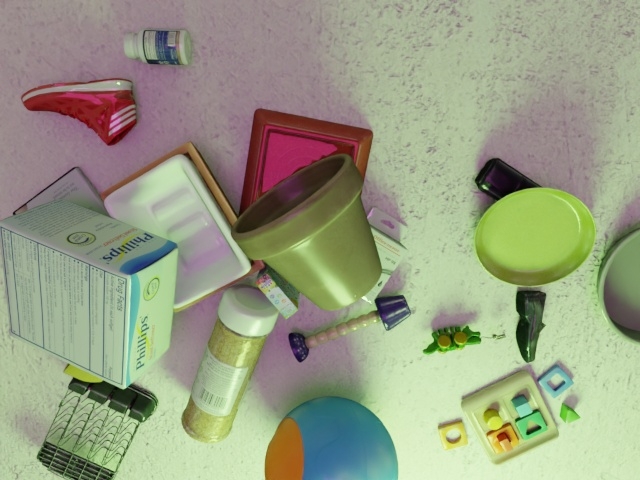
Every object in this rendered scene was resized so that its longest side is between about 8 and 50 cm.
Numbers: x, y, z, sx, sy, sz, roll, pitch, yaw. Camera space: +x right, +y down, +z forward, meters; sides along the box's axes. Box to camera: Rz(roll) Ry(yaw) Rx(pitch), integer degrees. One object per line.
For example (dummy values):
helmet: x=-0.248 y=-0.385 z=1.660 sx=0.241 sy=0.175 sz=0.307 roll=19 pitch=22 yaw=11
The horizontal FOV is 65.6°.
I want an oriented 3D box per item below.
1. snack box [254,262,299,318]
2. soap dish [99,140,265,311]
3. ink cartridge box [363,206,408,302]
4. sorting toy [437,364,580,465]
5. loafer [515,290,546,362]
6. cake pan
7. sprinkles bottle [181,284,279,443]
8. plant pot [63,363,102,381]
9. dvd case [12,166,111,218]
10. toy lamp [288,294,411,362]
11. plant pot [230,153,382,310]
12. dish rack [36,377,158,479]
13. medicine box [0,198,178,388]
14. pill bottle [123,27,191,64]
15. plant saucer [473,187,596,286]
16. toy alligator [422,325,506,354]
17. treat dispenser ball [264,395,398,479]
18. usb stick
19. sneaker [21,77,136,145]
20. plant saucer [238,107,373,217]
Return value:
snack box: x=-0.088 y=0.097 z=1.057 sx=0.037 sy=0.141 sz=0.100 roll=-40 pitch=99 yaw=7
soap dish: x=-0.277 y=-0.026 z=1.031 sx=0.228 sy=0.118 sz=0.291 roll=-27 pitch=101 yaw=13
ink cartridge box: x=0.112 y=0.031 z=1.077 sx=0.104 sy=0.060 sz=0.180 roll=29 pitch=101 yaw=-16
sorting toy: x=0.453 y=0.432 z=1.180 sx=0.347 sy=0.047 sz=0.196 roll=-29 pitch=101 yaw=6
loafer: x=0.481 y=0.195 z=1.122 sx=0.061 sy=0.062 sz=0.170 roll=-5 pitch=104 yaw=-4
cake pan: x=0.751 y=0.093 z=1.102 sx=0.292 sy=0.054 sz=0.294 roll=0 pitch=102 yaw=0
sprinkles bottle: x=-0.201 y=0.271 z=1.078 sx=0.121 sy=0.121 sz=0.356 roll=21 pitch=111 yaw=-5
plant pot: x=-0.513 y=0.272 z=1.129 sx=0.083 sy=0.081 sz=0.081 roll=41 pitch=100 yaw=-20
dvd case: x=-0.525 y=-0.007 z=1.089 sx=0.180 sy=0.022 sz=0.253 roll=-33 pitch=98 yaw=7
toy lamp: x=0.068 y=0.194 z=1.113 sx=0.274 sy=0.080 sz=0.080 roll=-23 pitch=102 yaw=7
plant pot: x=0.000 y=0.000 z=0.943 sx=0.263 sy=0.263 sz=0.229 roll=-32 pitch=110 yaw=7
dish rack: x=-0.534 y=0.452 z=1.173 sx=0.208 sy=0.074 sz=0.272 roll=28 pitch=103 yaw=-5
medicine box: x=-0.447 y=0.098 z=0.969 sx=0.289 sy=0.149 sz=0.264 roll=20 pitch=118 yaw=11
pill bottle: x=-0.323 y=-0.385 z=0.988 sx=0.120 sy=0.067 sz=0.067 roll=2 pitch=102 yaw=0
plant saucer: x=0.450 y=-0.009 z=1.057 sx=0.240 sy=0.037 sz=0.241 roll=5 pitch=122 yaw=8
toy alligator: x=0.321 y=0.217 z=1.133 sx=0.189 sy=0.056 sz=0.052 roll=-13 pitch=62 yaw=3
treat dispenser ball: x=0.024 y=0.485 z=1.068 sx=0.287 sy=0.288 sz=0.289 roll=0 pitch=102 yaw=0
usb stick: x=0.461 y=-0.079 z=1.069 sx=0.277 sy=0.045 sz=0.077 roll=31 pitch=96 yaw=-6
sneaker: x=-0.484 y=-0.252 z=1.009 sx=0.221 sy=0.087 sz=0.128 roll=-8 pitch=101 yaw=3
plant saucer: x=-0.035 y=-0.128 z=1.057 sx=0.258 sy=0.048 sz=0.259 roll=10 pitch=103 yaw=-2
